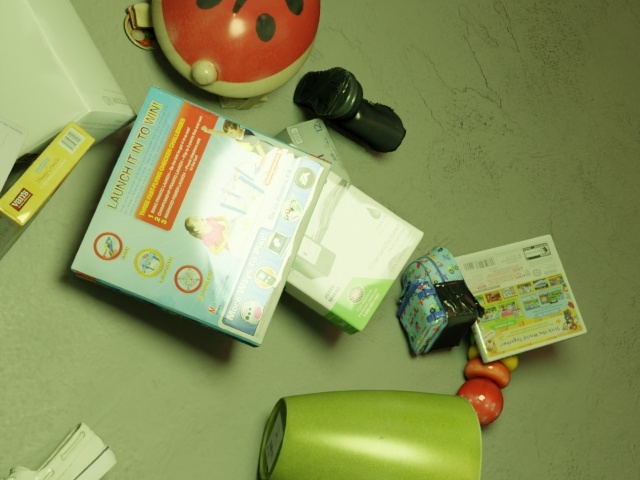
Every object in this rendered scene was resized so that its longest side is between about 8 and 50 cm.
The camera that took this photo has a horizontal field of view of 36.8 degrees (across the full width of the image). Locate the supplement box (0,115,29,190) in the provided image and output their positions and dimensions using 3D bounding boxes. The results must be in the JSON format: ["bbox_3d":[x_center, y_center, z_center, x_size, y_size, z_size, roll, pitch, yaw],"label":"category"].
[{"bbox_3d":[-0.478,-0.065,1.274,0.073,0.239,0.130,29,55,-22],"label":"supplement box"}]

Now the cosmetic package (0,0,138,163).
[{"bbox_3d":[-0.450,-0.307,1.400,0.385,0.156,0.217,58,9,-2],"label":"cosmetic package"}]

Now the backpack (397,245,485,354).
[{"bbox_3d":[0.207,0.105,1.790,0.117,0.158,0.173,-9,62,-21],"label":"backpack"}]

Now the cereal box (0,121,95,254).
[{"bbox_3d":[-0.410,-0.046,1.318,0.047,0.240,0.173,39,53,-13],"label":"cereal box"}]

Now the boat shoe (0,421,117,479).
[{"bbox_3d":[-0.385,0.339,1.270,0.088,0.096,0.267,52,48,-2],"label":"boat shoe"}]

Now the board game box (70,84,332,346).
[{"bbox_3d":[-0.179,-0.033,1.473,0.302,0.086,0.308,23,78,-7],"label":"board game box"}]

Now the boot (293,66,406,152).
[{"bbox_3d":[0.080,-0.237,1.796,0.207,0.246,0.094,25,91,-24],"label":"boot"}]

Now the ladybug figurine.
[{"bbox_3d":[-0.133,-0.437,1.715,0.305,0.162,0.449,25,49,-13],"label":"ladybug figurine"}]

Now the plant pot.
[{"bbox_3d":[0.062,0.349,1.522,0.293,0.275,0.275,16,61,-14],"label":"plant pot"}]

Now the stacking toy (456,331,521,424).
[{"bbox_3d":[0.339,0.202,1.868,0.141,0.141,0.330,36,58,-20],"label":"stacking toy"}]

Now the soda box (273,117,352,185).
[{"bbox_3d":[0.003,-0.069,1.740,0.091,0.098,0.286,-22,86,-40],"label":"soda box"}]

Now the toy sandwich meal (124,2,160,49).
[{"bbox_3d":[-0.304,-0.375,1.682,0.085,0.029,0.086,16,62,-32],"label":"toy sandwich meal"}]

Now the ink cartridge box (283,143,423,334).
[{"bbox_3d":[0.000,0.000,1.608,0.273,0.115,0.198,34,79,-1],"label":"ink cartridge box"}]

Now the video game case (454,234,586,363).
[{"bbox_3d":[0.377,0.108,1.838,0.227,0.026,0.206,-13,76,-21],"label":"video game case"}]

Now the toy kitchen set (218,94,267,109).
[{"bbox_3d":[-0.138,-0.286,1.746,0.083,0.068,0.075,-7,75,-40],"label":"toy kitchen set"}]
